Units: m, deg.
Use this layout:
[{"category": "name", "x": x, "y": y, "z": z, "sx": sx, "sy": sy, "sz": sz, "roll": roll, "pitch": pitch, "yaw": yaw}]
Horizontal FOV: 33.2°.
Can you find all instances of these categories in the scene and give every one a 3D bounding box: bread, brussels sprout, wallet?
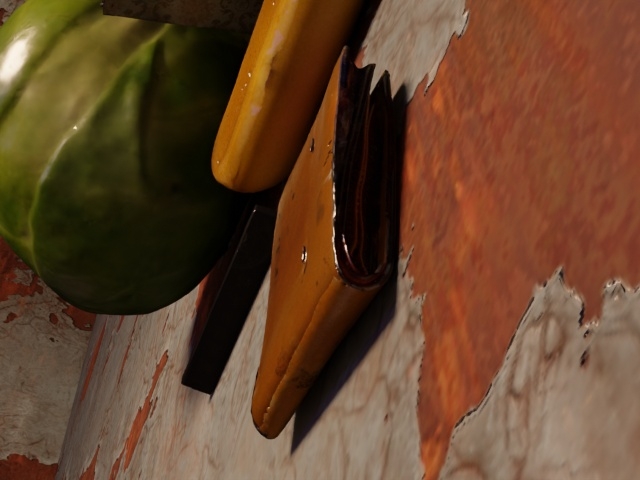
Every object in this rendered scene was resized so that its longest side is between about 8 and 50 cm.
[{"category": "bread", "x": -0.023, "y": -0.149, "z": 0.891, "sx": 0.239, "sy": 0.074, "sz": 0.092, "roll": -67, "pitch": 29, "yaw": 25}, {"category": "brussels sprout", "x": -0.186, "y": -0.114, "z": 1.071, "sx": 0.315, "sy": 0.276, "sz": 0.371, "roll": 56, "pitch": -134, "yaw": -67}, {"category": "wallet", "x": 0.003, "y": 0.000, "z": 0.659, "sx": 0.161, "sy": 0.042, "sz": 0.195, "roll": 115, "pitch": 164, "yaw": -45}]

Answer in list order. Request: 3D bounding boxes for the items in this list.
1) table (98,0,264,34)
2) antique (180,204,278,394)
[{"category": "table", "x": -0.072, "y": -0.400, "z": 0.942, "sx": 0.335, "sy": 0.222, "sz": 0.272, "roll": -59, "pitch": 40, "yaw": 41}, {"category": "antique", "x": -0.077, "y": 0.055, "z": 0.929, "sx": 0.015, "sy": 0.031, "sz": 0.192, "roll": -95, "pitch": 27, "yaw": -61}]
